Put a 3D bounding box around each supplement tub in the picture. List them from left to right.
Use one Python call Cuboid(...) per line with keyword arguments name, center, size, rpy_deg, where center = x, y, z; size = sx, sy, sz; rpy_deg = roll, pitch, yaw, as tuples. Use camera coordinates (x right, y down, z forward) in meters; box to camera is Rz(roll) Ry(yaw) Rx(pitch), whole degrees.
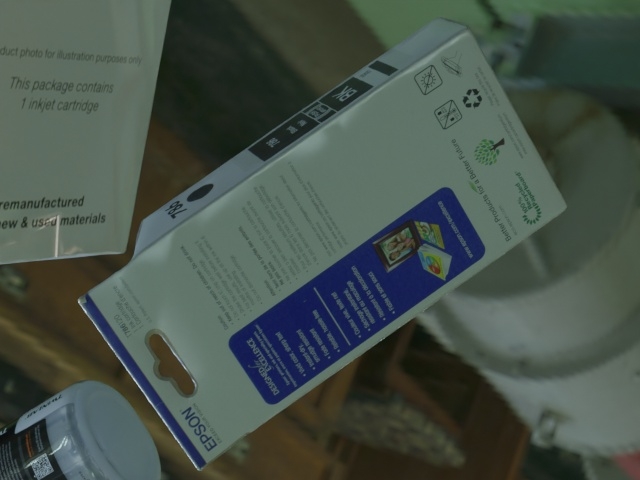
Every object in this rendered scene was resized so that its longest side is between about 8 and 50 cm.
Cuboid(name="supplement tub", center=(-0.236, 0.205, 1.402), size=(0.190, 0.117, 0.117), rpy_deg=(-31, 136, 18))

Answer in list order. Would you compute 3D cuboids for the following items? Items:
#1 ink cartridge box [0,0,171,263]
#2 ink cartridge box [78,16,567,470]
Cuboid(name="ink cartridge box", center=(-0.221, -0.212, 0.875), size=(0.285, 0.394, 0.166), rpy_deg=(16, -169, 29))
Cuboid(name="ink cartridge box", center=(0.000, 0.000, 1.219), size=(0.165, 0.333, 0.065), rpy_deg=(59, 170, -23))
